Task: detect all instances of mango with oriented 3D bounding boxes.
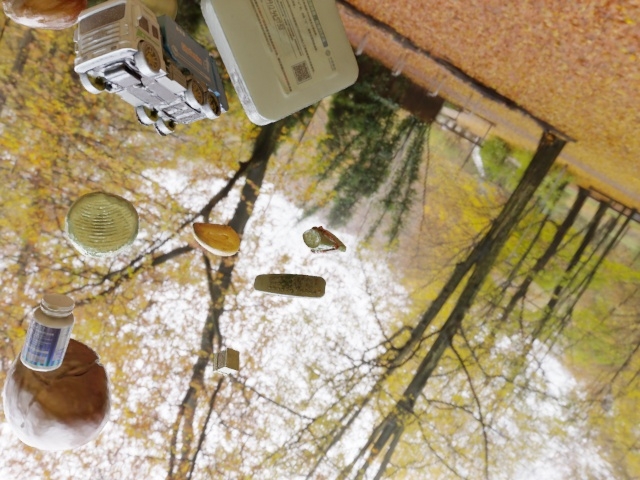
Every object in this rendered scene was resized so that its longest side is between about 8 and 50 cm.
[{"bbox_3d":[-0.338,-0.007,1.772,0.187,0.101,0.066,23,158,-32],"label":"mango"}]

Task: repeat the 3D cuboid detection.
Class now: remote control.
[{"bbox_3d":[-0.092,0.136,1.631,0.221,0.072,0.042,3,160,11],"label":"remote control"}]

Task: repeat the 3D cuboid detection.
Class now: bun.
[{"bbox_3d":[-0.611,-0.045,1.531,0.195,0.196,0.118,24,170,-16],"label":"bun"}]

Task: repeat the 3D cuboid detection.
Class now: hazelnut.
[{"bbox_3d":[-0.736,-0.659,1.443,0.210,0.186,0.210,21,-155,-10],"label":"hazelnut"},{"bbox_3d":[-0.833,0.484,1.716,0.315,0.373,0.372,-31,-134,-19],"label":"hazelnut"}]

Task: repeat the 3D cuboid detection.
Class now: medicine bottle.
[{"bbox_3d":[-0.730,0.245,1.466,0.106,0.192,0.107,21,-168,-4],"label":"medicine bottle"}]

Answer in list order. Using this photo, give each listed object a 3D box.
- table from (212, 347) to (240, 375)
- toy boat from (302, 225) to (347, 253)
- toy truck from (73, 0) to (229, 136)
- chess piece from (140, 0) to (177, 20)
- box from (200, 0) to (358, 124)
[{"bbox_3d":[-0.350,0.452,2.017,0.062,0.083,0.079,30,-134,-40],"label":"table"},{"bbox_3d":[0.000,0.000,1.623,0.071,0.089,0.185,11,-172,-38],"label":"toy boat"},{"bbox_3d":[-0.320,-0.333,1.086,0.146,0.175,0.367,-13,169,15],"label":"toy truck"},{"bbox_3d":[-0.320,-0.590,1.131,0.182,0.331,0.182,24,-173,-3],"label":"chess piece"},{"bbox_3d":[-0.103,-0.583,1.582,0.396,0.396,0.111,-31,-160,-26],"label":"box"}]
